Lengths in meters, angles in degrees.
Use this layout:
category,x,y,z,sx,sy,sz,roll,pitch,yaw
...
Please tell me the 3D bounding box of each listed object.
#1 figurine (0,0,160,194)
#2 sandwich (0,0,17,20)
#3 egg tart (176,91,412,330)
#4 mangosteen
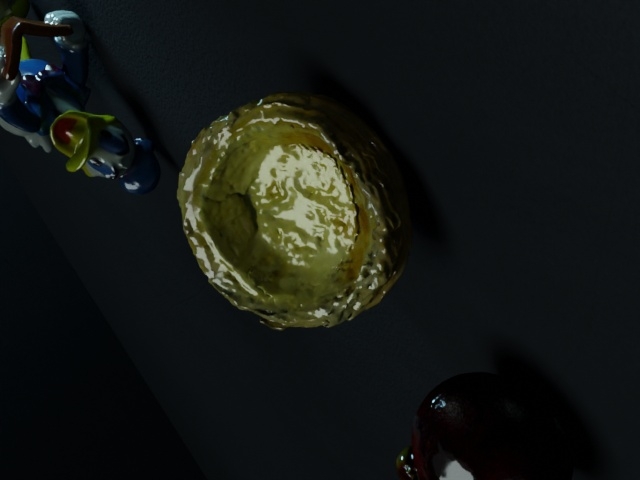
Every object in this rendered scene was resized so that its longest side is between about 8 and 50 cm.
category,x,y,z,sx,sy,sz,roll,pitch,yaw
figurine,-0.325,-0.192,1.796,0.338,0.204,0.283,40,156,7
sandwich,-0.370,-0.359,1.251,0.301,0.099,0.271,49,165,31
egg tart,-0.015,-0.026,1.175,0.213,0.090,0.212,7,106,26
mangosteen,0.133,0.187,1.177,0.152,0.152,0.152,49,164,19
